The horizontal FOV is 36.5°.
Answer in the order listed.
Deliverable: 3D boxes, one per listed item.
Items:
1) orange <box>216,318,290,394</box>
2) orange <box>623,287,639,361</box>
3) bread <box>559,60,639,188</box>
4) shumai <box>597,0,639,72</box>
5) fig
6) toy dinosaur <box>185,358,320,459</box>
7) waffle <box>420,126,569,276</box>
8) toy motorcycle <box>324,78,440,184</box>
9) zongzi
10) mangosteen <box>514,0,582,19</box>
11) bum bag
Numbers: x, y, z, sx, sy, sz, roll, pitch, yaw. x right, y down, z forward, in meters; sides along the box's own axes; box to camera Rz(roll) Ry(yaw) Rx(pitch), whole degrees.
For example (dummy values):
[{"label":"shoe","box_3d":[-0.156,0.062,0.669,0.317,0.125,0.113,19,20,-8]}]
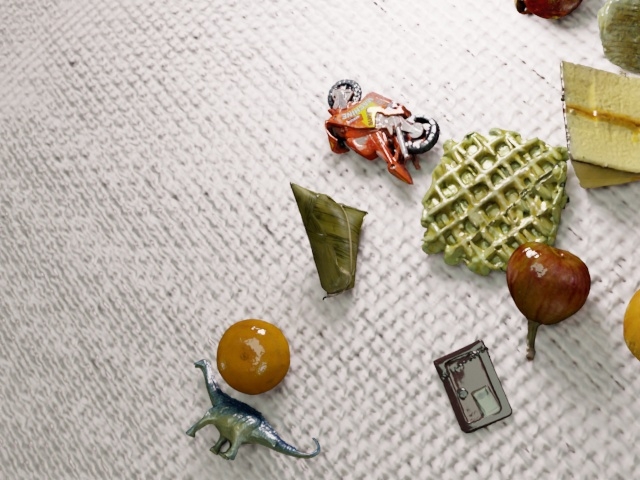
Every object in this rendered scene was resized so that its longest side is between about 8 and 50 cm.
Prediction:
[{"label":"orange","box_3d":[-0.135,0.238,1.985,0.156,0.124,0.156,-2,84,17]},{"label":"orange","box_3d":[0.616,0.148,1.685,0.178,0.155,0.177,-3,79,16]},{"label":"bread","box_3d":[0.567,-0.237,1.879,0.178,0.135,0.240,-8,63,20]},{"label":"shumai","box_3d":[0.654,-0.437,1.957,0.184,0.184,0.142,20,47,29]},{"label":"fig","box_3d":[0.425,0.091,1.809,0.149,0.202,0.148,-17,44,-6]},{"label":"toy dinosaur","box_3d":[-0.169,0.377,1.966,0.363,0.076,0.147,29,75,34]},{"label":"waffle","box_3d":[0.345,-0.083,1.944,0.297,0.073,0.317,8,72,25]},{"label":"toy motorcycle","box_3d":[0.116,-0.240,2.102,0.298,0.089,0.171,31,84,30]},{"label":"zongzi","box_3d":[-0.001,0.003,1.984,0.094,0.204,0.204,-9,64,39]},{"label":"mangosteen","box_3d":[0.472,-0.554,2.051,0.156,0.146,0.181,-47,58,2]},{"label":"bum bag","box_3d":[0.291,0.278,1.843,0.109,0.026,0.159,-25,66,12]}]
